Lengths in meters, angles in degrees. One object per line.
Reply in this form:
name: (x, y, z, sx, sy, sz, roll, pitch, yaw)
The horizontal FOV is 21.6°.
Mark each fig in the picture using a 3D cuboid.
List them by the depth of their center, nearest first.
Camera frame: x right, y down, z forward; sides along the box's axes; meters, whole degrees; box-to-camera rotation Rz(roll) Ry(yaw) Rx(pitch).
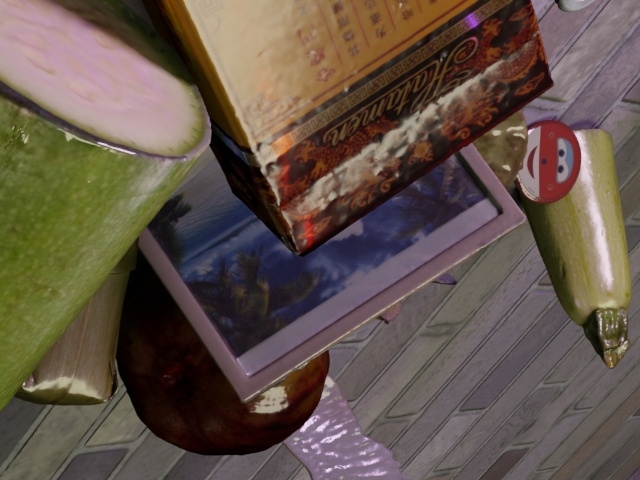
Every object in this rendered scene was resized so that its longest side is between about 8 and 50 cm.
fig: (-0.059, 0.077, 1.707, 0.321, 0.217, 0.217, -40, 164, -50)

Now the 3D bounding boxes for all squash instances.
squash: (-0.285, -0.007, 1.162, 0.263, 0.263, 0.384, 3, 133, -54)
squash: (0.312, 0.021, 2.023, 0.137, 0.287, 0.137, -8, 168, -2)

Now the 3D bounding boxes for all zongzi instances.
zongzi: (-0.258, 0.000, 1.408, 0.125, 0.274, 0.251, 18, 83, -38)

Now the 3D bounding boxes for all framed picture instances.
framed picture: (-0.003, -0.027, 1.526, 0.315, 0.232, 0.024, -33, 168, -13)

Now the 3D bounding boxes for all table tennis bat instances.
table tennis bat: (0.239, -0.090, 1.935, 0.154, 0.019, 0.098, -3, 100, -30)

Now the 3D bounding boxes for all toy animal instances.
toy animal: (0.000, 0.125, 1.902, 0.302, 0.225, 0.284, 25, 95, -49)

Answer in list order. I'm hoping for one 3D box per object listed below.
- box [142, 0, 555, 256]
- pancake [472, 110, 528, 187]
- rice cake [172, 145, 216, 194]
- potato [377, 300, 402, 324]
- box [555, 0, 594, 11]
box: (-0.001, -0.211, 1.214, 0.264, 0.116, 0.415, -35, 134, -10)
pancake: (0.091, -0.086, 1.670, 0.222, 0.042, 0.236, 18, 132, -23)
rice cake: (-0.063, -0.137, 1.458, 0.399, 0.064, 0.070, -40, 148, 3)
potato: (-0.001, 0.002, 1.649, 0.100, 0.120, 0.261, -5, 135, 17)
box: (0.262, -0.336, 1.479, 0.243, 0.135, 0.163, -34, 153, -8)
